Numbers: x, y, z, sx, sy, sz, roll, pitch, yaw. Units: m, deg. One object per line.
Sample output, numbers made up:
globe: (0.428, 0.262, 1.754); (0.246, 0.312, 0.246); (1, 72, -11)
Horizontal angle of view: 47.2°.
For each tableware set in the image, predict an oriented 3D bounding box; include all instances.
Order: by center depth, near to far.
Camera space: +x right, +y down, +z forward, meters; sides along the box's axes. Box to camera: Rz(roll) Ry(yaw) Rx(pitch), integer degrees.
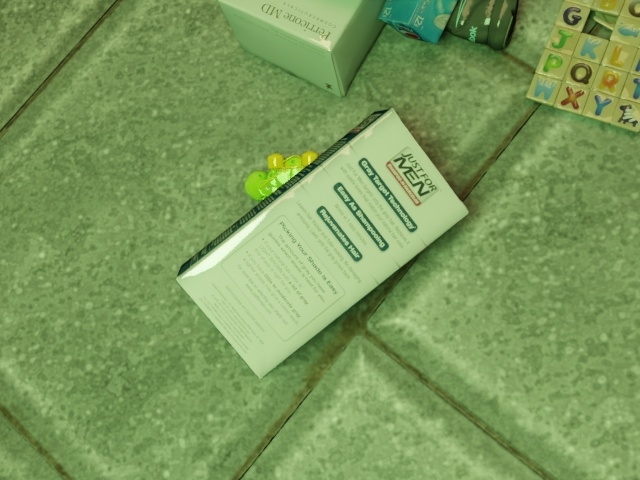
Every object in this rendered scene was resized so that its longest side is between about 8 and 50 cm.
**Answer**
tableware set: (0.440, -0.278, 1.038); (0.141, 0.020, 0.168); (26, 81, 17)

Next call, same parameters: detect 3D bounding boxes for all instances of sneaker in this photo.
sneaker: (0.251, -0.412, 1.070); (0.106, 0.101, 0.267); (13, 77, 16)

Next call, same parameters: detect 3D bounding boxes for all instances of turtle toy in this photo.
turtle toy: (-0.047, -0.080, 1.050); (0.130, 0.066, 0.095); (-2, 100, 9)

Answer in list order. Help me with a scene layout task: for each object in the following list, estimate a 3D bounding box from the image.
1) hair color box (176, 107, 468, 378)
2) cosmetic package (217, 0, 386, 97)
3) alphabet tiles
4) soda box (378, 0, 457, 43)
hair color box: (0.000, 0.000, 0.969); (0.347, 0.105, 0.174); (-38, 101, -1)
cosmetic package: (0.033, -0.427, 1.087); (0.197, 0.155, 0.365); (27, 80, 13)
alphabet tiles: (0.434, -0.249, 1.017); (0.237, 0.009, 0.198); (21, 81, 14)
soda box: (0.168, -0.392, 1.036); (0.071, 0.067, 0.210); (33, 101, 49)
